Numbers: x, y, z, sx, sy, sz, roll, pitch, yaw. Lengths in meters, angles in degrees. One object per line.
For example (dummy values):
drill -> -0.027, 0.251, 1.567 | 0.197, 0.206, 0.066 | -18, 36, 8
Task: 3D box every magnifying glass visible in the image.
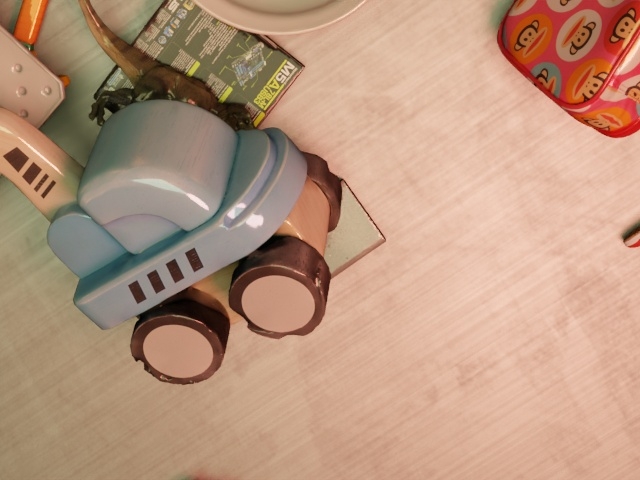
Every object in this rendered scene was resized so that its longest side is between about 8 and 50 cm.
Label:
magnifying glass -> -0.369, -0.220, 1.570 | 0.092, 0.026, 0.231 | 19, 99, -2

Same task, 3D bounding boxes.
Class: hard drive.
hard drive -> 0.000, 0.000, 1.599 | 0.135, 0.022, 0.094 | -35, 98, 7

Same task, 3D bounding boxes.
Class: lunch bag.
lunch bag -> 0.333, -0.286, 1.441 | 0.120, 0.258, 0.293 | 24, 110, -38

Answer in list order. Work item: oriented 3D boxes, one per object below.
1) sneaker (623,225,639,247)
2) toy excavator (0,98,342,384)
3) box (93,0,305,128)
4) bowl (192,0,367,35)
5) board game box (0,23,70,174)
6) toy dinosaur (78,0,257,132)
sneaker -> 0.436, -0.004, 1.577 | 0.118, 0.042, 0.067 | -29, 95, 4
toy excavator -> -0.251, -0.054, 1.429 | 0.433, 0.222, 0.445 | -27, 119, 26
box -> -0.147, -0.192, 1.560 | 0.184, 0.045, 0.191 | 37, 98, -7
bowl -> -0.046, -0.386, 1.477 | 0.297, 0.134, 0.298 | 0, 100, 1
board game box -> -0.552, -0.178, 1.533 | 0.390, 0.050, 0.390 | 43, 110, -5
toy dinosaur -> -0.201, -0.165, 1.514 | 0.268, 0.064, 0.118 | 35, 91, -3
